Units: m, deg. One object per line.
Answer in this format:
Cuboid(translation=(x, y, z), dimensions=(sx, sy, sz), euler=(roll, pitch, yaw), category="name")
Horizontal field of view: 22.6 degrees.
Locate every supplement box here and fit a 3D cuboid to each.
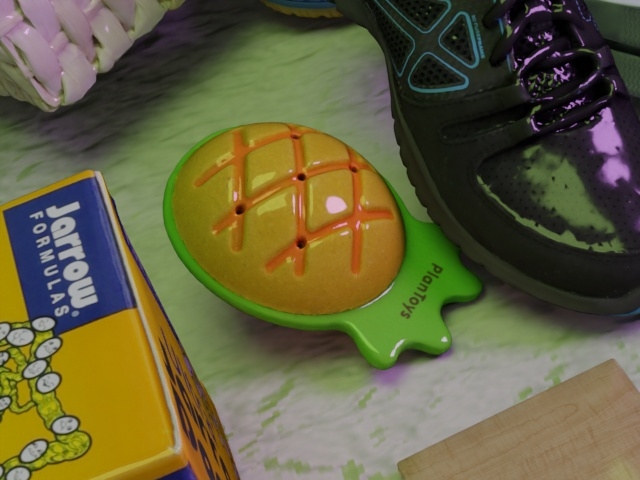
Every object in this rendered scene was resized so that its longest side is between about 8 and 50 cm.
Cuboid(translation=(-0.219, 0.152, 0.758), dimensions=(0.356, 0.194, 0.195), euler=(-23, 44, -2), category="supplement box")

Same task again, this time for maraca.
Cuboid(translation=(0.000, 0.000, 0.900), dimensions=(0.185, 0.099, 0.127), euler=(29, 60, 8), category="maraca")

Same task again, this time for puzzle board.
Cuboid(translation=(0.114, 0.121, 0.802), dimensions=(0.128, 0.011, 0.096), euler=(-26, 46, -4), category="puzzle board")

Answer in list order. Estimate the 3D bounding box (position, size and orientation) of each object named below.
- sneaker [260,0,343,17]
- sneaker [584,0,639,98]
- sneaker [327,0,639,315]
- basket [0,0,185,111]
Cuboid(translation=(0.080, -0.255, 1.086), dimensions=(0.296, 0.131, 0.112), euler=(-23, 47, -1), category="sneaker")
Cuboid(translation=(0.166, -0.148, 0.997), dimensions=(0.258, 0.094, 0.091), euler=(28, 43, 33), category="sneaker")
Cuboid(translation=(0.094, -0.112, 0.882), dimensions=(0.125, 0.140, 0.341), euler=(-24, 68, -23), category="sneaker")
Cuboid(translation=(-0.211, -0.314, 1.063), dimensions=(0.328, 0.331, 0.266), euler=(-45, 37, -19), category="basket")
